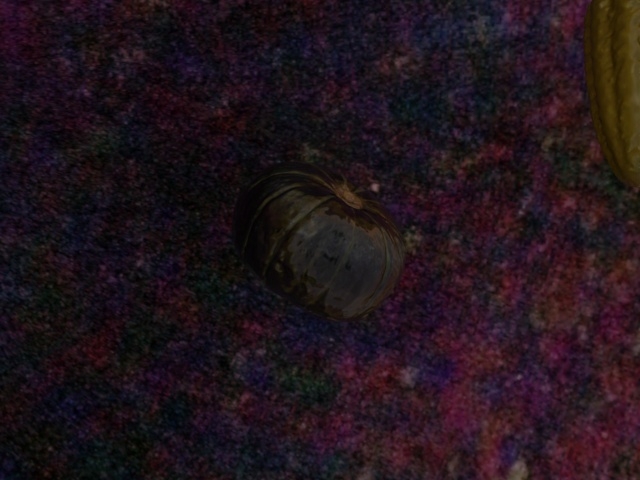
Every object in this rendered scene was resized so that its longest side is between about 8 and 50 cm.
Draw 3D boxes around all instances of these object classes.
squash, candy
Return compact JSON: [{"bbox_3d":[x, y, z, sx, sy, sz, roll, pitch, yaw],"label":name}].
[{"bbox_3d":[0.000,0.000,0.974,0.252,0.252,0.165,8,125,-48],"label":"squash"},{"bbox_3d":[0.287,-0.140,0.620,0.106,0.094,0.199,13,69,-11],"label":"candy"}]
